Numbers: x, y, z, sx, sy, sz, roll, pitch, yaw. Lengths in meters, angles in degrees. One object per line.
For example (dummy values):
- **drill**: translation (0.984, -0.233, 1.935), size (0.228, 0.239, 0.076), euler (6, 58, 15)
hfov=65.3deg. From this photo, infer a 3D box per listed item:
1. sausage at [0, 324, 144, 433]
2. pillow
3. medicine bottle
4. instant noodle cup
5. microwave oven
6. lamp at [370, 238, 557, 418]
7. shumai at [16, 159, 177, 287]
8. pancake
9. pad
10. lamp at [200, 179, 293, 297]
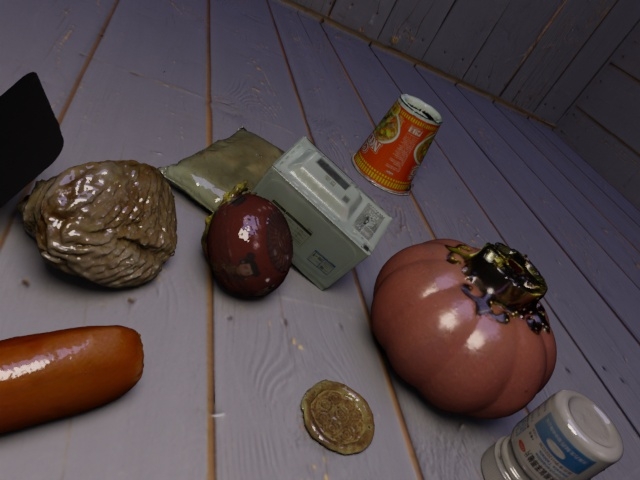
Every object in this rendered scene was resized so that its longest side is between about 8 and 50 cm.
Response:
- **sausage**: translation (-0.307, 0.139, 0.461), size (0.300, 0.089, 0.083), euler (-8, 55, -45)
- **pillow**: translation (-0.153, -0.133, 0.974), size (0.185, 0.075, 0.302), euler (35, 35, 4)
- **medicine bottle**: translation (0.310, 0.290, 0.680), size (0.105, 0.168, 0.105), euler (21, 34, -15)
- **instant noodle cup**: translation (0.214, -0.259, 1.317), size (0.193, 0.212, 0.193), euler (21, 34, -15)
- **microwave oven**: translation (-0.007, -0.046, 0.849), size (0.208, 0.162, 0.122), euler (43, 44, -5)
- **lamp**: translation (0.232, 0.118, 0.785), size (0.305, 0.239, 0.305), euler (22, 33, -15)
- **shumai**: translation (-0.306, -0.027, 0.667), size (0.176, 0.166, 0.206), euler (5, -9, 27)
- **pancake**: translation (0.024, 0.234, 0.672), size (0.115, 0.011, 0.115), euler (22, 31, -14)
- **pad**: translation (-0.356, -0.169, 0.691), size (0.323, 0.055, 0.250), euler (-29, 51, -13)
- **lamp**: translation (-0.115, 0.010, 0.759), size (0.156, 0.135, 0.157), euler (57, 29, -46)
